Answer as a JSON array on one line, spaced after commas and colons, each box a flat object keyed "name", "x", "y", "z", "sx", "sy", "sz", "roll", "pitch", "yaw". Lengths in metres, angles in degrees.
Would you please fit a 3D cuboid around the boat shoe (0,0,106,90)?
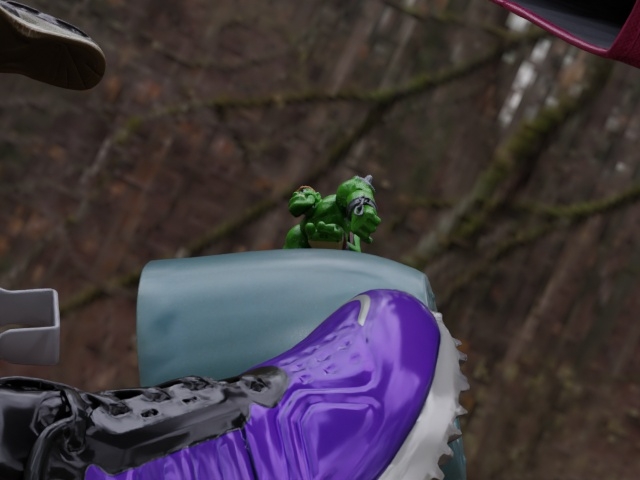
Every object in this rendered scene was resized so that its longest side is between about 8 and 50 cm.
[{"name": "boat shoe", "x": -0.242, "y": -0.158, "z": 1.388, "sx": 0.152, "sy": 0.056, "sz": 0.049, "roll": 22, "pitch": 16, "yaw": -13}]

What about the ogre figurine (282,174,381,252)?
[{"name": "ogre figurine", "x": 0.000, "y": 0.000, "z": 1.951, "sx": 0.097, "sy": 0.118, "sz": 0.197, "roll": 23, "pitch": -52, "yaw": -3}]

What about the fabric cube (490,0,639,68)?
[{"name": "fabric cube", "x": 0.246, "y": -0.193, "z": 0.894, "sx": 0.258, "sy": 0.254, "sz": 0.259, "roll": 18, "pitch": 13, "yaw": -22}]

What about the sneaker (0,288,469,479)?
[{"name": "sneaker", "x": -0.061, "y": 0.090, "z": 0.643, "sx": 0.146, "sy": 0.293, "sz": 0.102, "roll": 46, "pitch": -38, "yaw": -8}]

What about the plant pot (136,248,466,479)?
[{"name": "plant pot", "x": -0.005, "y": 0.138, "z": 1.513, "sx": 0.235, "sy": 0.293, "sz": 0.293, "roll": -11, "pitch": -16, "yaw": 7}]

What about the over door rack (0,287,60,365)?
[{"name": "over door rack", "x": -0.275, "y": -0.073, "z": 0.882, "sx": 0.324, "sy": 0.239, "sz": 0.108, "roll": 5, "pitch": 20, "yaw": 2}]
